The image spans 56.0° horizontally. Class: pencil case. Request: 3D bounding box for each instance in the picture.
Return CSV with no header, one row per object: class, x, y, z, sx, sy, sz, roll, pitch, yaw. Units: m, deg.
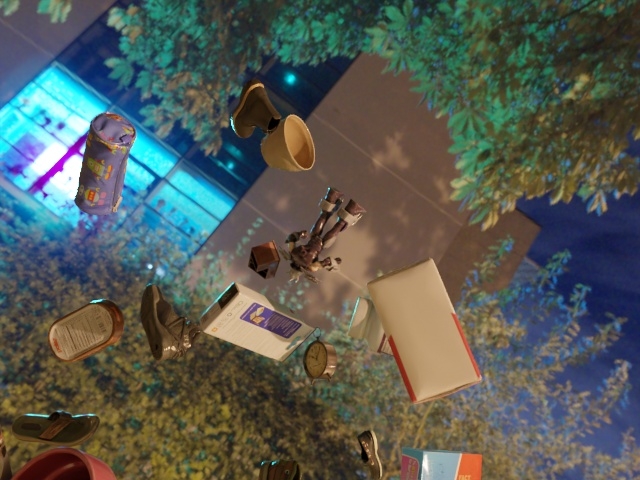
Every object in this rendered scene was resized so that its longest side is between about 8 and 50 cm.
pencil case,-0.581,-0.194,1.629,0.133,0.119,0.306,36,-50,6

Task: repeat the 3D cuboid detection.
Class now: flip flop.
flip flop,-0.848,0.586,1.917,0.276,0.112,0.080,4,-53,1

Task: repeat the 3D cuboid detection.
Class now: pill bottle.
pill bottle,0.243,0.275,1.828,0.301,0.169,0.169,17,-23,6

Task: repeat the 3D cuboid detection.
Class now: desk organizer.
desk organizer,-0.124,0.048,1.308,0.130,0.050,0.047,116,-45,-67

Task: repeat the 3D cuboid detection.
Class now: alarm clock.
alarm clock,0.000,0.388,2.051,0.064,0.192,0.129,11,-28,-39

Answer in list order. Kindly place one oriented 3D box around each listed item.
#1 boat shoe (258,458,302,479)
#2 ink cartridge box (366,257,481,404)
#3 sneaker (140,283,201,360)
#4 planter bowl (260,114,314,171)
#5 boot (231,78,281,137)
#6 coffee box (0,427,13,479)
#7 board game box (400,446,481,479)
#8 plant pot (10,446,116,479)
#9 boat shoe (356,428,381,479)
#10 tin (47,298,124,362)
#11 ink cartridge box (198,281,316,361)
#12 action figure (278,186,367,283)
boat shoe,-0.100,0.712,1.519,0.104,0.307,0.111,-12,-28,18
ink cartridge box,0.196,0.178,1.142,0.306,0.131,0.226,54,14,-74
sneaker,-0.405,0.219,1.621,0.130,0.087,0.228,7,42,-43
planter bowl,-0.104,-0.271,1.747,0.109,0.162,0.162,-13,-46,27
boot,-0.170,-0.309,1.601,0.137,0.076,0.198,56,-28,20
coffee box,-0.813,0.532,1.364,0.118,0.168,0.297,15,-59,18
board game box,0.279,0.660,1.419,0.242,0.317,0.064,19,-18,-39
plant pot,-0.350,0.428,0.887,0.201,0.201,0.180,19,-21,39
boat shoe,0.111,0.493,1.376,0.049,0.042,0.133,-144,-142,-62
tin,-0.525,0.202,1.343,0.106,0.189,0.040,65,15,9
ink cartridge box,-0.195,0.271,1.939,0.371,0.176,0.069,33,16,-41
action figure,0.000,0.000,1.663,0.185,0.285,0.099,37,4,20
